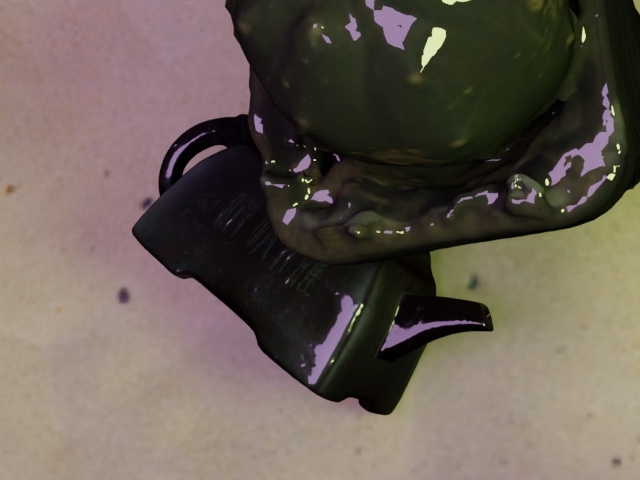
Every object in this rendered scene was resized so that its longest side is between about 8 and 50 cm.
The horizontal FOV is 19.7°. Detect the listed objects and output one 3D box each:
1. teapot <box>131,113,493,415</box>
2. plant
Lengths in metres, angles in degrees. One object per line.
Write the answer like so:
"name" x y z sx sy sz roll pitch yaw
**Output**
"teapot" 0.000 0.000 0.810 0.177 0.087 0.096 39 96 27
"plant" 0.049 -0.073 0.698 0.142 0.256 0.164 -7 77 21
